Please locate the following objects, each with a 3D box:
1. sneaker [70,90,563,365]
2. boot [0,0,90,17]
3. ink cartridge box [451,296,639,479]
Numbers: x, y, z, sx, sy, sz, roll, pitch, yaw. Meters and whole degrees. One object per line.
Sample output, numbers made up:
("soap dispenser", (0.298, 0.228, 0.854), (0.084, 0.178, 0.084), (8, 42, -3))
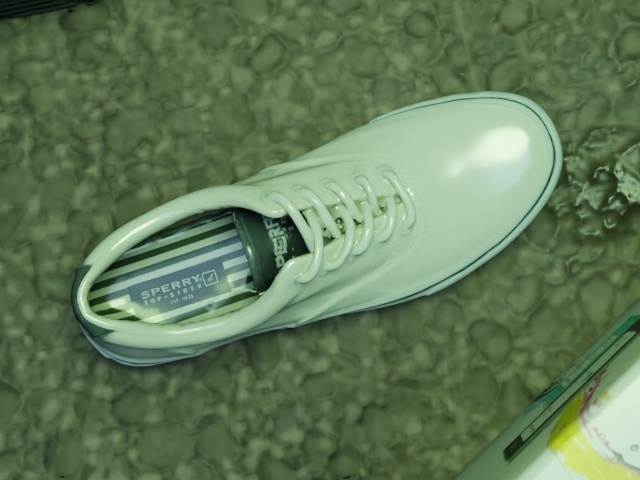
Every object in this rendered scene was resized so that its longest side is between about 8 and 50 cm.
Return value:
("sneaker", (0.000, 0.000, 0.896), (0.258, 0.091, 0.094), (-25, 89, 2))
("boot", (-0.270, -0.209, 0.912), (0.338, 0.118, 0.223), (-10, 86, -9))
("ink cartridge box", (0.187, 0.132, 0.834), (0.270, 0.197, 0.198), (-45, 87, 2))
